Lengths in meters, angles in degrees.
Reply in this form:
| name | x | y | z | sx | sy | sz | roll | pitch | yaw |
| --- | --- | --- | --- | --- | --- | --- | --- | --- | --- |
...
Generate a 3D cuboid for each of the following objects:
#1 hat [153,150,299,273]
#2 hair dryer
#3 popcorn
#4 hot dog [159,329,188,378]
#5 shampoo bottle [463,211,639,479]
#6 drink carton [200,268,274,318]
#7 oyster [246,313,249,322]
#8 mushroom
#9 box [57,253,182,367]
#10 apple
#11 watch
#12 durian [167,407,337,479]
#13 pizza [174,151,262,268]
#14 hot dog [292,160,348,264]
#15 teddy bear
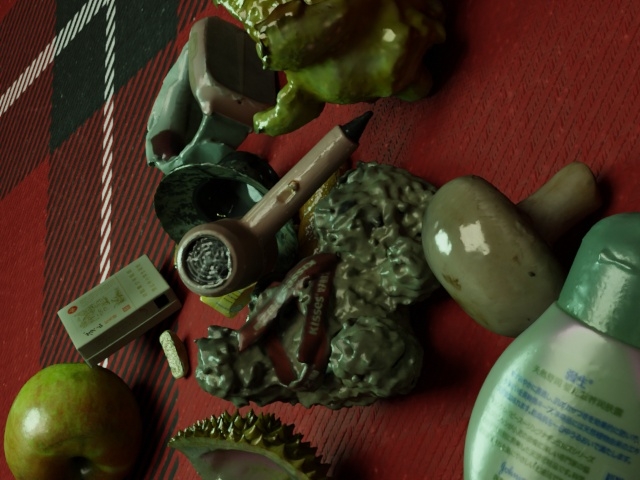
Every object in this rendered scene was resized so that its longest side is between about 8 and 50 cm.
| name | x | y | z | sx | sy | sz | roll | pitch | yaw |
| --- | --- | --- | --- | --- | --- | --- | --- | --- | --- |
| hat | -0.127 | -0.065 | 1.860 | 0.265 | 0.265 | 0.128 | -24 | 29 | 49 |
| hair dryer | -0.053 | -0.063 | 1.640 | 0.107 | 0.189 | 0.344 | 45 | 103 | 7 |
| popcorn | 0.014 | -0.289 | 1.636 | 0.321 | 0.290 | 0.326 | 35 | 109 | 66 |
| hot dog | -0.254 | 0.201 | 2.055 | 0.030 | 0.034 | 0.090 | -35 | 70 | 30 |
| shampoo bottle | 0.288 | 0.138 | 1.186 | 0.221 | 0.151 | 0.350 | 27 | 103 | 32 |
| drink carton | -0.119 | 0.047 | 1.822 | 0.074 | 0.084 | 0.200 | -60 | 6 | -36 |
| oyster | -0.106 | 0.141 | 1.866 | 0.086 | 0.029 | 0.132 | -87 | 15 | -56 |
| mushroom | 0.230 | -0.003 | 1.322 | 0.215 | 0.207 | 0.207 | -38 | 39 | -3 |
| box | -0.369 | 0.126 | 2.127 | 0.201 | 0.058 | 0.141 | -34 | 38 | -10 |
| apple | -0.448 | 0.341 | 2.102 | 0.246 | 0.246 | 0.226 | -58 | 31 | 25 |
| watch | -0.203 | -0.228 | 2.008 | 0.241 | 0.161 | 0.253 | -39 | 42 | 40 |
| durian | -0.060 | 0.349 | 1.577 | 0.166 | 0.306 | 0.172 | -34 | 30 | -17 |
| pizza | -0.179 | -0.025 | 2.004 | 0.292 | 0.058 | 0.197 | -50 | 43 | 33 |
| hot dog | 0.004 | 0.000 | 1.737 | 0.087 | 0.061 | 0.286 | -18 | 65 | 39 |
| teddy bear | 0.025 | 0.049 | 1.561 | 0.357 | 0.224 | 0.368 | -10 | 65 | 43 |
